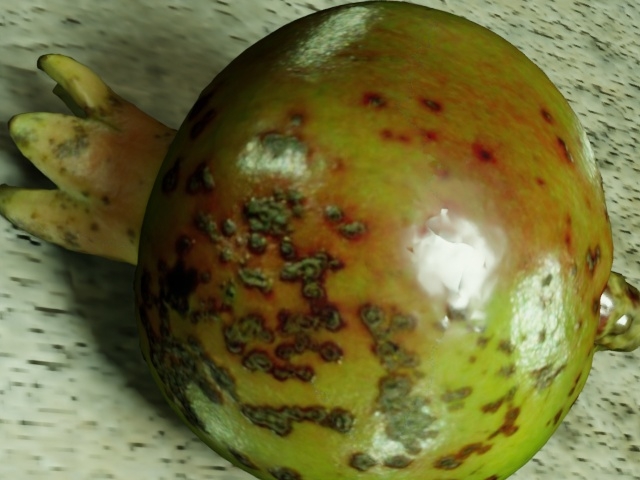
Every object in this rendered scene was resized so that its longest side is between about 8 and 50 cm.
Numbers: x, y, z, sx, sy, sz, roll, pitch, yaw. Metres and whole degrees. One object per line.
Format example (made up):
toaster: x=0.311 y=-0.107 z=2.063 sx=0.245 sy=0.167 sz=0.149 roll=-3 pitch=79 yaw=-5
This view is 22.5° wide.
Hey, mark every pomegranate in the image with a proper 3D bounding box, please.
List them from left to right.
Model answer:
pomegranate: x=0.002 y=-0.011 z=0.627 sx=0.246 sy=0.198 sz=0.198 roll=46 pitch=37 yaw=19
